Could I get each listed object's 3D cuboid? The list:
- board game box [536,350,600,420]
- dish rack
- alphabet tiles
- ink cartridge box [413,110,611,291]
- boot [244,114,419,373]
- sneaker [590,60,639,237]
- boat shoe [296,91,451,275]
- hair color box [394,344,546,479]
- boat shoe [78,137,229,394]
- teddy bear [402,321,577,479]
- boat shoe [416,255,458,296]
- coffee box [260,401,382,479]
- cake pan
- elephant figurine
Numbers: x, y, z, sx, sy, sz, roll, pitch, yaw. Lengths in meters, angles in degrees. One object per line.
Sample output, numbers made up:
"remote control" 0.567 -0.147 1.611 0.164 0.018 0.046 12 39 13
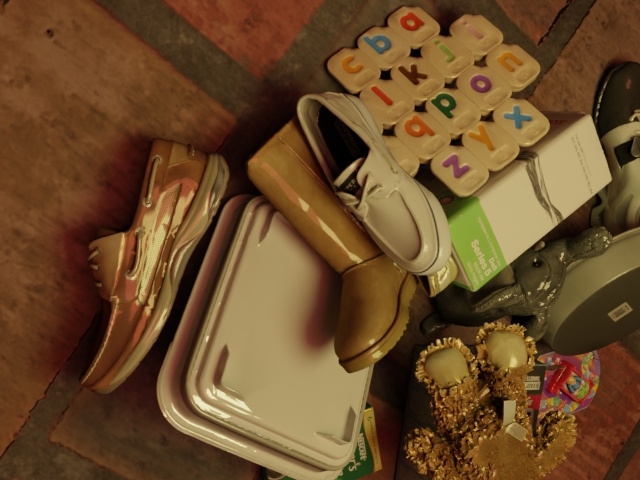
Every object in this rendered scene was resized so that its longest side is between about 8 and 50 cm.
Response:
"board game box" 0.449 0.258 1.235 0.169 0.033 0.133 -11 104 -22
"dish rack" -0.031 0.115 0.886 0.286 0.072 0.332 31 55 -25
"alphabet tiles" 0.155 -0.194 0.935 0.284 0.021 0.278 -38 71 -14
"ink cartridge box" 0.239 -0.068 0.988 0.273 0.198 0.114 -35 113 -15
"boot" 0.000 0.000 0.852 0.089 0.236 0.269 -34 103 31
"sneaker" 0.544 -0.133 1.149 0.123 0.146 0.330 -8 101 -22
"boat shoe" 0.056 -0.073 0.824 0.088 0.096 0.267 -5 63 -51
"hair color box" 0.228 0.362 1.108 0.185 0.114 0.374 4 98 -25
"boat shoe" -0.227 0.025 0.846 0.116 0.123 0.324 26 82 -19
"teddy bear" 0.237 0.277 0.979 0.245 0.113 0.338 -34 106 -13
"boat shoe" 0.114 -0.001 0.879 0.048 0.056 0.153 -37 97 -23
"coffee box" 0.000 0.319 1.035 0.184 0.040 0.113 -13 104 -22
"cake pan" 0.471 0.092 1.113 0.293 0.054 0.293 -17 143 -13
"elephant figurine" 0.276 0.065 1.006 0.169 0.239 0.186 -10 103 -23
